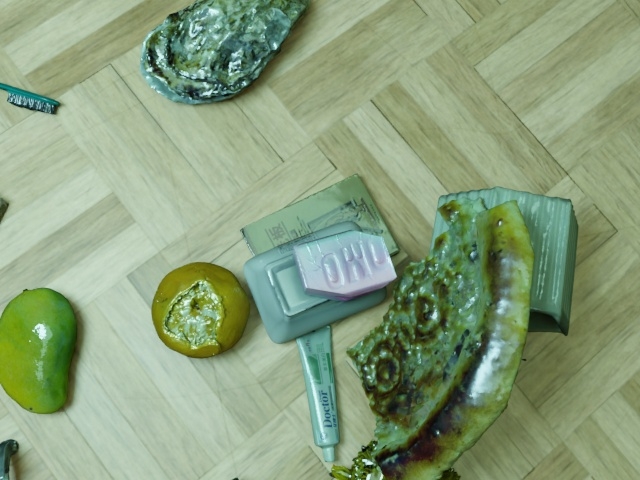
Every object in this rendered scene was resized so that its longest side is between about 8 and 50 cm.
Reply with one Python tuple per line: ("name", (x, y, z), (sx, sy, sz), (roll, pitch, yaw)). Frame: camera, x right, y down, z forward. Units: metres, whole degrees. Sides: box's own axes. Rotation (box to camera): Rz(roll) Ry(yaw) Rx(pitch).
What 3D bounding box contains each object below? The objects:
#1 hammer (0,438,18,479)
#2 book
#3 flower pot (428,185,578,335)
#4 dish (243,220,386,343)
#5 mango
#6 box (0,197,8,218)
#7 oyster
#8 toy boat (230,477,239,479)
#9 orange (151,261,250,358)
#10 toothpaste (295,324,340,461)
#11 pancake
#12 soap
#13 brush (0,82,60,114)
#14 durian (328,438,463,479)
("hammer", (-0.454, 0.422, 0.975), (0.029, 0.103, 0.246), (-8, 85, -13))
("book", (0.000, 0.000, 1.142), (0.230, 0.026, 0.161), (-27, 81, -10))
("flower pot", (0.290, 0.037, 1.065), (0.239, 0.209, 0.190), (13, 76, -1))
("dish", (-0.005, 0.060, 1.075), (0.212, 0.077, 0.151), (-21, 81, -9))
("mango", (-0.443, 0.167, 1.032), (0.122, 0.085, 0.191), (7, 75, -7))
("box", (-0.561, -0.035, 1.089), (0.062, 0.045, 0.098), (19, 75, -2))
("oyster", (-0.145, -0.360, 1.166), (0.351, 0.158, 0.162), (-37, 125, -19))
("toy boat", (-0.093, 0.519, 0.984), (0.141, 0.092, 0.320), (-26, 88, -11))
("orange", (-0.187, 0.107, 1.046), (0.154, 0.134, 0.155), (1, 70, -3))
("toothpaste", (0.000, 0.244, 1.080), (0.064, 0.041, 0.218), (-3, 74, -17))
("pancake", (0.164, 0.132, 0.947), (0.066, 0.305, 0.427), (17, 112, -33))
("soap", (0.041, 0.039, 1.017), (0.149, 0.056, 0.100), (-14, 81, -9))
("brush", (-0.541, -0.252, 1.145), (0.193, 0.043, 0.032), (16, 93, 0))
("durian", (0.128, 0.395, 1.005), (0.237, 0.138, 0.194), (21, 75, 1))
